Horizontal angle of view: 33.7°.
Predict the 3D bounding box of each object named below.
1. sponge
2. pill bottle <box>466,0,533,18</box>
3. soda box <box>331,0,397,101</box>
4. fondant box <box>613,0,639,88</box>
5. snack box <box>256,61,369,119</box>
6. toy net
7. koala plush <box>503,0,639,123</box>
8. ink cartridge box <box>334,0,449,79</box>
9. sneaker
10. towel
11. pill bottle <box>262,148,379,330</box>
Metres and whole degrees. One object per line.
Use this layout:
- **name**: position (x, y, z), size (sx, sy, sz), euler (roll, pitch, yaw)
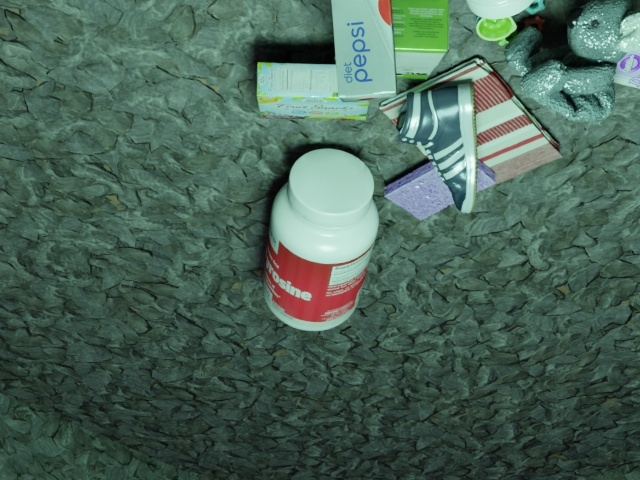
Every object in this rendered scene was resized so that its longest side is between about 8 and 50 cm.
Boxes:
- **sponge**: position (0.250, -0.117, 2.220), size (0.117, 0.031, 0.210), euler (33, 136, -32)
- **pill bottle**: position (0.259, -0.487, 1.666), size (0.153, 0.153, 0.265), euler (-13, 141, 18)
- **soda box**: position (0.069, -0.374, 1.721), size (0.098, 0.286, 0.091), euler (-4, -179, 6)
- **fondant box**: position (0.694, -0.361, 1.878), size (0.330, 0.096, 0.238), euler (12, 142, -12)
- **snack box**: position (-0.013, -0.276, 1.970), size (0.207, 0.070, 0.174), euler (0, 173, -1)
- **toy net**: position (0.390, -0.413, 1.854), size (0.232, 0.045, 0.122), euler (-27, 135, 32)
- **koala plush**: position (0.466, -0.331, 1.811), size (0.203, 0.196, 0.221), euler (26, 116, -21)
- **ink cartridge box**: position (0.119, -0.361, 1.903), size (0.188, 0.097, 0.255), euler (2, 178, -2)
- **sneaker**: position (0.228, -0.175, 2.059), size (0.153, 0.099, 0.282), euler (-3, 126, 7)
- **towel**: position (0.305, -0.224, 2.125), size (0.237, 0.037, 0.329), euler (-23, 136, 32)
- **pill bottle**: position (0.000, 0.000, 2.269), size (0.229, 0.229, 0.408), euler (4, 143, -5)
